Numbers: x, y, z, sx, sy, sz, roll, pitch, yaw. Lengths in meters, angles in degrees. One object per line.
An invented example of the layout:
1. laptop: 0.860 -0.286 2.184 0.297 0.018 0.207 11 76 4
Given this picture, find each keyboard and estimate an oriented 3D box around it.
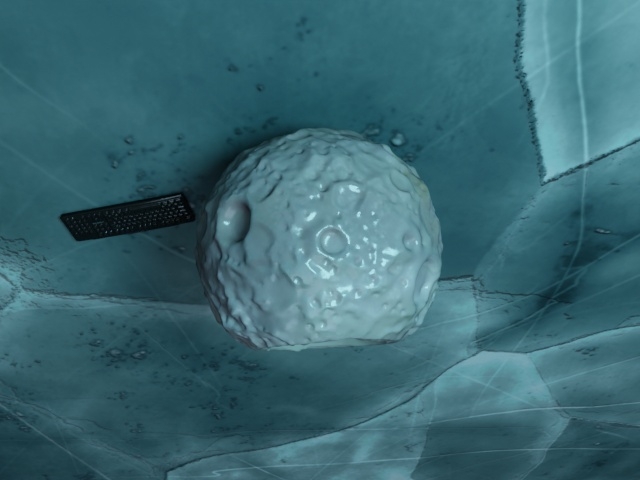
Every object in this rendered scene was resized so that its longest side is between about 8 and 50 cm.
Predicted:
1. keyboard: -0.233 -0.027 0.844 0.155 0.010 0.053 -10 142 6

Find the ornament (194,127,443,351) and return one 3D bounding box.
1. ornament: 0.000 0.000 0.728 0.260 0.225 0.259 -4 169 -1
